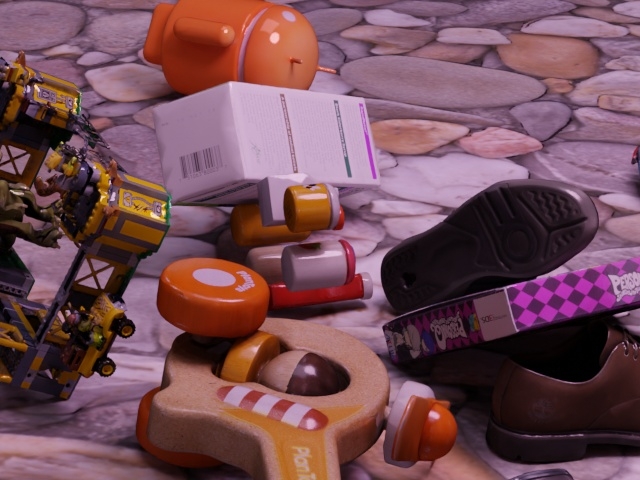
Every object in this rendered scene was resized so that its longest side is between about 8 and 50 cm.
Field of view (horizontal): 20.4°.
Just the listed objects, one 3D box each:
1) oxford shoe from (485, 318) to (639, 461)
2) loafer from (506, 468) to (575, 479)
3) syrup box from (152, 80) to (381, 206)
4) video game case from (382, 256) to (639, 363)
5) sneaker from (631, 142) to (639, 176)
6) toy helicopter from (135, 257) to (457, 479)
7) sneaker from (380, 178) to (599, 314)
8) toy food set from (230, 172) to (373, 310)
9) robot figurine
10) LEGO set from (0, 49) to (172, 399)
[{"bbox_3d":[0.241,0.108,1.375,0.227,0.096,0.083,-6,23,-20],"label":"oxford shoe"},{"bbox_3d":[0.121,0.210,1.192,0.170,0.062,0.061,-27,44,-31],"label":"loafer"},{"bbox_3d":[-0.046,-0.086,1.677,0.093,0.096,0.237,-15,-9,32],"label":"syrup box"},{"bbox_3d":[0.198,0.049,1.448,0.232,0.042,0.210,-11,-6,-26],"label":"video game case"},{"bbox_3d":[0.453,-0.099,1.844,0.262,0.104,0.125,-1,22,-6],"label":"sneaker"},{"bbox_3d":[-0.003,0.146,1.231,0.235,0.140,0.355,8,22,-9],"label":"toy helicopter"},{"bbox_3d":[0.168,-0.002,1.541,0.130,0.087,0.227,-15,-10,-44],"label":"sneaker"},{"bbox_3d":[0.000,0.000,1.563,0.104,0.111,0.232,-6,-6,-17],"label":"toy food set"},{"bbox_3d":[-0.094,-0.218,2.050,0.219,0.158,0.128,14,49,27],"label":"robot figurine"},{"bbox_3d":[-0.285,-0.024,1.439,0.192,0.255,0.331,18,24,-35],"label":"LEGO set"}]
